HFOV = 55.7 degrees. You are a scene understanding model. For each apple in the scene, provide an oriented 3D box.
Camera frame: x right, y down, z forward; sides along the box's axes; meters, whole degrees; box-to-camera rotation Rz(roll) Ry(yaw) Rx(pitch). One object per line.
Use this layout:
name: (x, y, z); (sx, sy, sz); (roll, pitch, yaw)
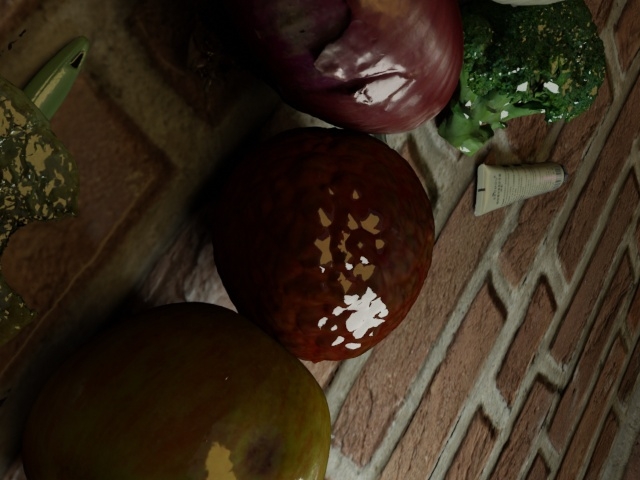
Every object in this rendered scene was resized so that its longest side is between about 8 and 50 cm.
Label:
apple: (-0.117, 0.180, 0.556); (0.264, 0.264, 0.264); (-14, 109, -44)

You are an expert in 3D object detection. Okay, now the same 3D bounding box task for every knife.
knife: (-0.273, -0.053, 0.501); (0.043, 0.020, 0.293); (43, 70, -39)

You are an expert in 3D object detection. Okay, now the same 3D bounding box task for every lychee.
lychee: (0.000, 0.000, 0.651); (0.255, 0.300, 0.255); (4, 76, -15)

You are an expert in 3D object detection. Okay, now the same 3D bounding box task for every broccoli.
broccoli: (0.268, -0.247, 0.881); (0.270, 0.270, 0.270); (-7, 140, -45)

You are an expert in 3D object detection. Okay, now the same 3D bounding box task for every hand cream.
hand cream: (0.378, -0.110, 1.143); (0.276, 0.059, 0.095); (-12, 110, -39)

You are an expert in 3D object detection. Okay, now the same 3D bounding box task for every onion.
onion: (-0.015, -0.247, 0.575); (0.347, 0.285, 0.347); (53, 21, -30)

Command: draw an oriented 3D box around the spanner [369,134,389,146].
spanner: (0.087, -0.102, 0.859); (0.093, 0.026, 0.325); (-37, 125, -33)

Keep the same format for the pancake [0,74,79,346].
pancake: (-0.305, -0.026, 0.444); (0.254, 0.037, 0.253); (-8, 103, -38)

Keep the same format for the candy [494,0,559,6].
candy: (0.262, -0.431, 0.610); (0.427, 0.186, 0.386); (-45, 131, -21)
